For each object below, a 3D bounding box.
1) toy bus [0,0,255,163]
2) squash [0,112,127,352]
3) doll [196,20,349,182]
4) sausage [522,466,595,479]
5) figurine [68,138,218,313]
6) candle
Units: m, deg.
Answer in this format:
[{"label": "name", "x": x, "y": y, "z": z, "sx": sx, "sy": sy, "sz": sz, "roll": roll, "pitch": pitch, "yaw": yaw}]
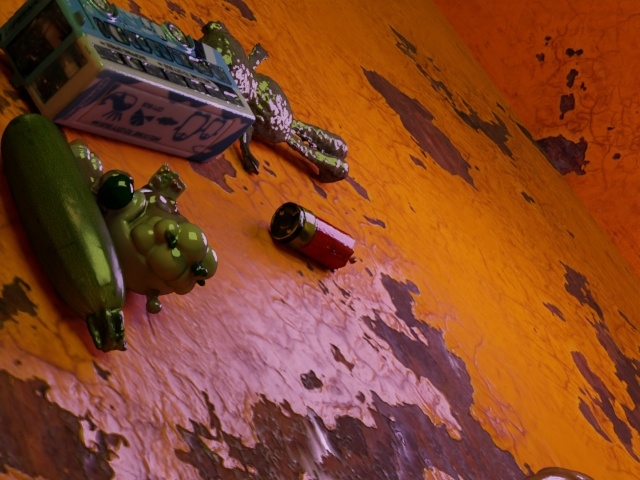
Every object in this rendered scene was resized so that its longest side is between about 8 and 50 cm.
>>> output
[{"label": "toy bus", "x": -0.201, "y": -0.175, "z": 1.321, "sx": 0.297, "sy": 0.106, "sz": 0.131, "roll": 10, "pitch": 44, "yaw": -60}, {"label": "squash", "x": -0.217, "y": -0.018, "z": 1.040, "sx": 0.066, "sy": 0.066, "sz": 0.252, "roll": 19, "pitch": 34, "yaw": -52}, {"label": "doll", "x": -0.070, "y": -0.176, "z": 1.609, "sx": 0.286, "sy": 0.091, "sz": 0.203, "roll": -1, "pitch": 83, "yaw": -50}, {"label": "sausage", "x": 0.249, "y": 0.311, "z": 1.269, "sx": 0.136, "sy": 0.120, "sz": 0.241, "roll": 37, "pitch": 17, "yaw": 18}, {"label": "figurine", "x": -0.166, "y": -0.024, "z": 1.116, "sx": 0.197, "sy": 0.093, "sz": 0.147, "roll": 58, "pitch": 5, "yaw": 30}, {"label": "candle", "x": 0.000, "y": 0.000, "z": 1.464, "sx": 0.130, "sy": 0.052, "sz": 0.052, "roll": 28, "pitch": 27, "yaw": -42}]
